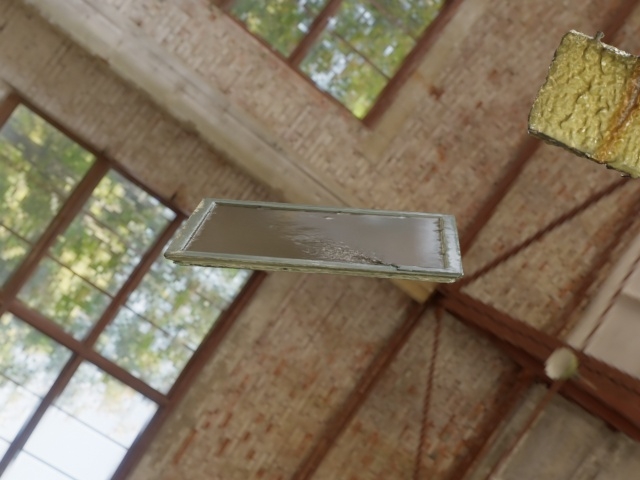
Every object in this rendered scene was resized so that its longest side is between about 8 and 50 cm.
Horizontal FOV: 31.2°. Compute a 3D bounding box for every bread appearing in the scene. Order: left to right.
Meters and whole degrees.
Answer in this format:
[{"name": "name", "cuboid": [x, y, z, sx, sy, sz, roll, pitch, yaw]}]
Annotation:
[{"name": "bread", "cuboid": [0.451, -0.187, 1.681, 0.178, 0.266, 0.142, -67, 168, 12]}]

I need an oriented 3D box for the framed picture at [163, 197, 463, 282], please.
[{"name": "framed picture", "cuboid": [0.000, 0.000, 1.220, 0.232, 0.296, 0.019, -72, 165, -73]}]
